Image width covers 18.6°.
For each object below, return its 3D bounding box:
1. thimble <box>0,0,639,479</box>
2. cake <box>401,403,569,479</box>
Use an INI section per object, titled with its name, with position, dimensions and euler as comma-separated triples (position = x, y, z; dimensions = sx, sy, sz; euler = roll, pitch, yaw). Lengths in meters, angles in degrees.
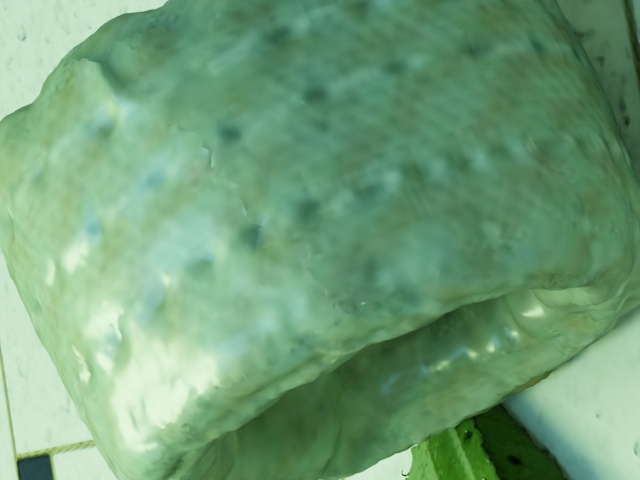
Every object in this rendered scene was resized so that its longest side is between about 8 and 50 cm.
[thimble]
position = 0.000, 0.000, 0.923
dimensions = 0.291, 0.291, 0.195
euler = -44, 62, 44
[cake]
position = 0.114, 0.176, 0.989
dimensions = 0.235, 0.099, 0.100
euler = -109, 35, -51
